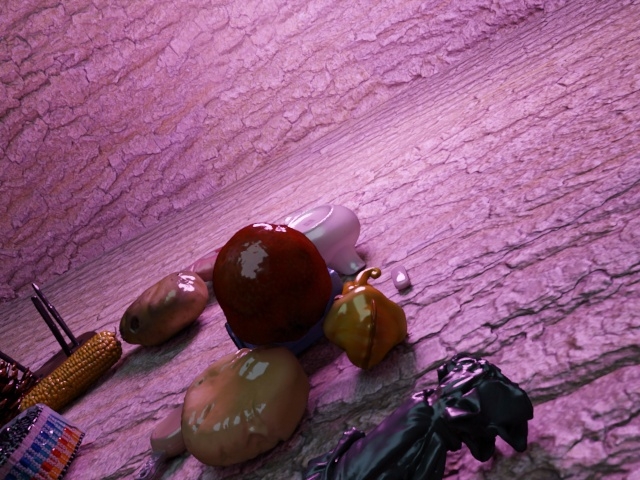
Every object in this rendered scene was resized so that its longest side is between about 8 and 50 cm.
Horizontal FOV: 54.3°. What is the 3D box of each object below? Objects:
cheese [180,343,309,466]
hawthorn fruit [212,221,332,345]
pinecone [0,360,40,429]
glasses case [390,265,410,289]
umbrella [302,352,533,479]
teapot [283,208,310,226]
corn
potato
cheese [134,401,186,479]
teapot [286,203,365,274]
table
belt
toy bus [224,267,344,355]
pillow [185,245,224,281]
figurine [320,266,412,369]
[{"bbox_3d":[-0.122,0.275,1.051,0.214,0.117,0.226,-23,25,12],"label":"cheese"},{"bbox_3d":[-0.095,0.059,1.107,0.205,0.205,0.253,-32,55,-1],"label":"hawthorn fruit"},{"bbox_3d":[-0.888,0.422,1.729,0.208,0.207,0.207,-28,19,11],"label":"pinecone"},{"bbox_3d":[0.159,0.074,1.247,0.032,0.021,0.083,-26,20,7],"label":"glasses case"},{"bbox_3d":[0.091,0.269,0.754,0.349,0.094,0.143,-36,26,-7],"label":"umbrella"},{"bbox_3d":[-0.059,-0.025,1.731,0.226,0.092,0.145,-35,18,1],"label":"teapot"},{"bbox_3d":[-0.643,0.355,1.653,0.310,0.101,0.101,-45,22,-16],"label":"corn"},{"bbox_3d":[-0.418,0.189,1.666,0.296,0.141,0.191,-27,31,24],"label":"potato"},{"bbox_3d":[-0.281,0.369,1.143,0.171,0.047,0.092,-44,21,-31],"label":"cheese"},{"bbox_3d":[0.000,0.000,1.505,0.204,0.139,0.298,-37,22,-11],"label":"teapot"},{"bbox_3d":[-0.854,0.285,1.916,0.318,0.249,0.317,-28,19,11],"label":"table"},{"bbox_3d":[-0.609,0.456,1.279,0.207,0.150,0.257,-40,17,6],"label":"belt"},{"bbox_3d":[-0.058,0.153,1.238,0.234,0.116,0.134,-35,22,-16],"label":"toy bus"},{"bbox_3d":[-0.270,0.058,1.811,0.236,0.084,0.223,-19,12,9],"label":"pillow"},{"bbox_3d":[0.077,0.128,1.093,0.157,0.131,0.246,4,17,-6],"label":"figurine"}]
